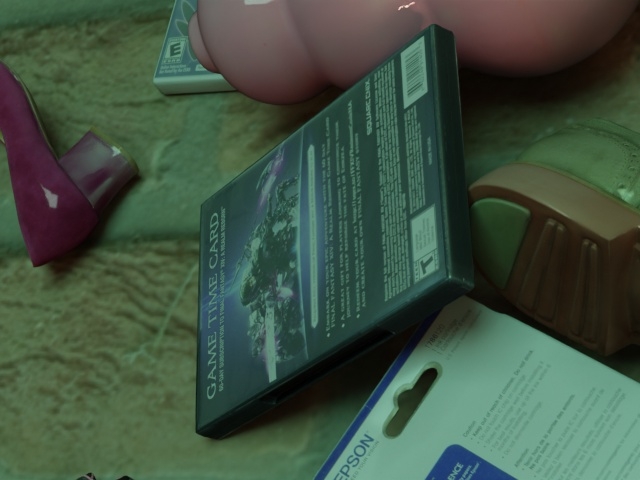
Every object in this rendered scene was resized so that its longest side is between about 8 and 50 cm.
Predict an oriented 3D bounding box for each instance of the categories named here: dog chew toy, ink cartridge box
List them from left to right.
[{"bbox_3d":[0.061,-0.193,1.123,0.332,0.206,0.206,-17,56,17],"label":"dog chew toy"},{"bbox_3d":[0.168,0.168,0.946,0.333,0.065,0.165,30,79,34],"label":"ink cartridge box"}]

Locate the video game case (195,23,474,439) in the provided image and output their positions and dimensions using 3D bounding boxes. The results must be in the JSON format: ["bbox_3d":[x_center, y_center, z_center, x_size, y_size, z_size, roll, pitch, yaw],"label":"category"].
[{"bbox_3d":[0.000,0.000,1.070,0.274,0.026,0.196,-35,45,43],"label":"video game case"}]

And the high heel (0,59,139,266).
[{"bbox_3d":[-0.268,-0.073,1.292,0.244,0.082,0.117,34,70,23],"label":"high heel"}]

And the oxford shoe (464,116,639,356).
[{"bbox_3d":[0.279,0.030,0.932,0.397,0.140,0.146,33,55,25],"label":"oxford shoe"}]

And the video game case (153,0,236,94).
[{"bbox_3d":[-0.028,-0.206,1.288,0.201,0.023,0.183,-1,61,26],"label":"video game case"}]

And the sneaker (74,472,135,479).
[{"bbox_3d":[-0.180,0.192,1.121,0.119,0.047,0.057,-7,40,20],"label":"sneaker"}]
